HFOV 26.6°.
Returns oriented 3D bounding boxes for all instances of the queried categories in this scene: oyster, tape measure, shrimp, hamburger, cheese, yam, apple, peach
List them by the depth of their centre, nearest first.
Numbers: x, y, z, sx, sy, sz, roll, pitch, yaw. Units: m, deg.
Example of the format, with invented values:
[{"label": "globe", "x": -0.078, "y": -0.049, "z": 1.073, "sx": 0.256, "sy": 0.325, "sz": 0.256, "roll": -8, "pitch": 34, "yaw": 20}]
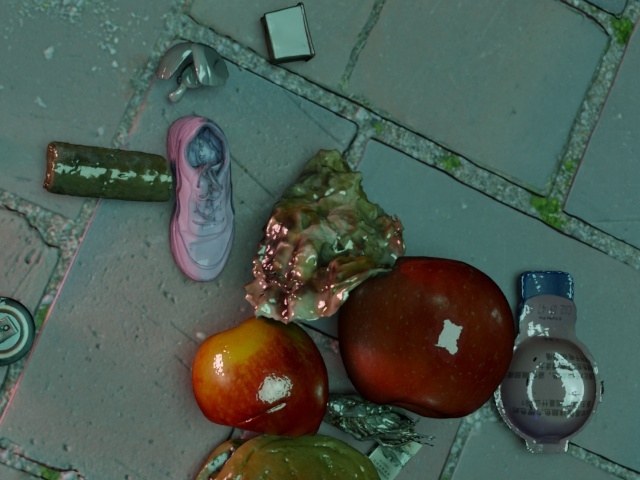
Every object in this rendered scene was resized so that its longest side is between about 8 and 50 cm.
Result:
[{"label": "tape measure", "x": -0.442, "y": 0.117, "z": 1.826, "sx": 0.107, "sy": 0.180, "sz": 0.104, "roll": -37, "pitch": 82, "yaw": -14}, {"label": "oyster", "x": -0.001, "y": -0.001, "z": 1.903, "sx": 0.238, "sy": 0.351, "sz": 0.114, "roll": -11, "pitch": 130, "yaw": 20}, {"label": "peach", "x": -0.083, "y": 0.205, "z": 1.914, "sx": 0.190, "sy": 0.190, "sz": 0.192, "roll": -20, "pitch": 75, "yaw": -16}, {"label": "yam", "x": -0.302, "y": -0.096, "z": 1.921, "sx": 0.179, "sy": 0.078, "sz": 0.078, "roll": 4, "pitch": 87, "yaw": -17}, {"label": "hamburger", "x": -0.042, "y": 0.412, "z": 1.951, "sx": 0.285, "sy": 0.134, "sz": 0.265, "roll": -1, "pitch": 90, "yaw": -19}, {"label": "apple", "x": 0.153, "y": 0.143, "z": 1.960, "sx": 0.260, "sy": 0.260, "sz": 0.216, "roll": 13, "pitch": 76, "yaw": -16}, {"label": "shrimp", "x": 0.082, "y": 0.270, "z": 2.015, "sx": 0.190, "sy": 0.073, "sz": 0.074, "roll": 23, "pitch": 67, "yaw": 2}, {"label": "cheese", "x": 0.355, "y": 0.190, "z": 2.109, "sx": 0.189, "sy": 0.074, "sz": 0.285, "roll": 1, "pitch": 84, "yaw": -17}]

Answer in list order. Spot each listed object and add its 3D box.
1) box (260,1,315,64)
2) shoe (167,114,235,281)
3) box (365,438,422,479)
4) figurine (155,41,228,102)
[{"label": "box", "x": -0.050, "y": -0.305, "z": 2.014, "sx": 0.063, "sy": 0.060, "sz": 0.084, "roll": -14, "pitch": 93, "yaw": -12}, {"label": "shoe", "x": -0.166, "y": -0.063, "z": 1.928, "sx": 0.095, "sy": 0.137, "sz": 0.245, "roll": -5, "pitch": 89, "yaw": -12}, {"label": "box", "x": 0.107, "y": 0.324, "z": 2.055, "sx": 0.054, "sy": 0.024, "sz": 0.083, "roll": 45, "pitch": 76, "yaw": -9}, {"label": "figurine", "x": -0.189, "y": -0.250, "z": 1.964, "sx": 0.082, "sy": 0.086, "sz": 0.094, "roll": 51, "pitch": 33, "yaw": -24}]
